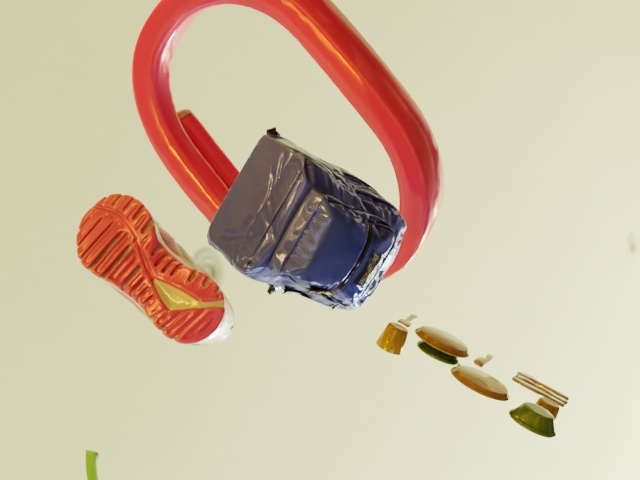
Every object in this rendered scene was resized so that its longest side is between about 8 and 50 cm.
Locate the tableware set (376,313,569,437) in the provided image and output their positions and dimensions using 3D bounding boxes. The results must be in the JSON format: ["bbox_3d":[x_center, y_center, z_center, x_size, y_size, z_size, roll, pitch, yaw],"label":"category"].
[{"bbox_3d":[0.116,0.106,0.808,0.024,0.154,0.104,-66,-17,12],"label":"tableware set"}]

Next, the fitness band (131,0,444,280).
[{"bbox_3d":[-0.027,-0.087,0.854,0.291,0.209,0.054,50,-144,-3],"label":"fitness band"}]

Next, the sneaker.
[{"bbox_3d":[-0.195,0.046,1.244,0.103,0.252,0.111,-42,-27,-6],"label":"sneaker"}]

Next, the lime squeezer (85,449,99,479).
[{"bbox_3d":[-0.296,0.329,1.184,0.310,0.110,0.059,-50,-24,-60],"label":"lime squeezer"}]

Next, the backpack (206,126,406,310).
[{"bbox_3d":[0.000,0.000,0.719,0.120,0.101,0.098,25,-77,-45],"label":"backpack"}]
